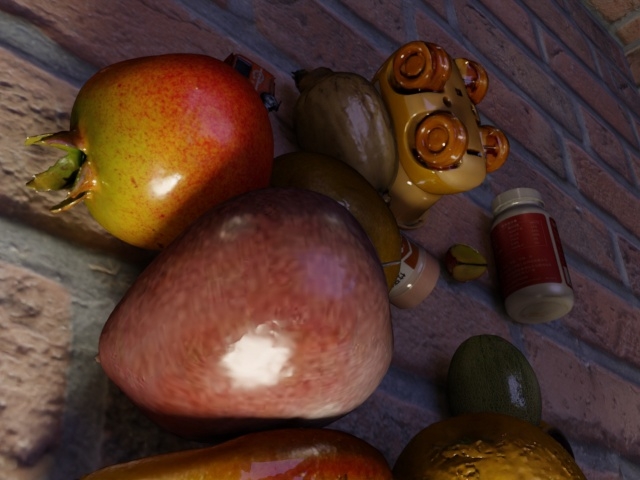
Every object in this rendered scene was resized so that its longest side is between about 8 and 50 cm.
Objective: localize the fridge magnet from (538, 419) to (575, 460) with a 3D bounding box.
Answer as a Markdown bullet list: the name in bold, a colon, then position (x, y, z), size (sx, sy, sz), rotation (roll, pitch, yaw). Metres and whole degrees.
- **fridge magnet**: position (0.378, 0.366, 1.238), size (0.143, 0.063, 0.143), rotation (27, 51, -38)

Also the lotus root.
- **lotus root**: position (0.044, -0.164, 1.141), size (0.154, 0.140, 0.257), rotation (-22, 86, -47)

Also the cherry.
- **cherry**: position (-0.060, 0.077, 0.700), size (0.261, 0.307, 0.221), rotation (81, -11, -58)

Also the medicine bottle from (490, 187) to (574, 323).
- **medicine bottle**: position (0.405, 0.028, 1.448), size (0.131, 0.131, 0.250), rotation (26, 47, -38)

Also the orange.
- **orange**: position (0.198, 0.340, 0.866), size (0.274, 0.274, 0.274), rotation (30, 46, -35)

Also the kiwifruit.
- **kiwifruit**: position (0.000, 0.000, 0.925), size (0.234, 0.196, 0.196), rotation (38, 38, -54)

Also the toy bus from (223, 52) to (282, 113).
- **toy bus**: position (-0.118, -0.154, 1.002), size (0.096, 0.073, 0.235), rotation (32, 43, -20)

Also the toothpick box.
- **toothpick box**: position (0.092, 0.024, 1.101), size (0.149, 0.098, 0.098), rotation (36, 42, -28)

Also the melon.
- **melon**: position (0.263, 0.237, 1.126), size (0.139, 0.139, 0.192), rotation (16, 57, -44)

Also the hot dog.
- **hot dog**: position (-0.040, 0.281, 0.661), size (0.405, 0.223, 0.185), rotation (14, 53, -46)

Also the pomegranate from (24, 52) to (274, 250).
- **pomegranate**: position (-0.173, -0.089, 0.777), size (0.257, 0.221, 0.221), rotation (-12, 74, -28)

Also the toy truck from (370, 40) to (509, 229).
- **toy truck**: position (0.178, -0.184, 1.256), size (0.204, 0.211, 0.288), rotation (1, 69, -51)

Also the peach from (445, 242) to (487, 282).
- **peach**: position (0.254, 0.045, 1.321), size (0.077, 0.050, 0.083), rotation (34, 27, 4)
